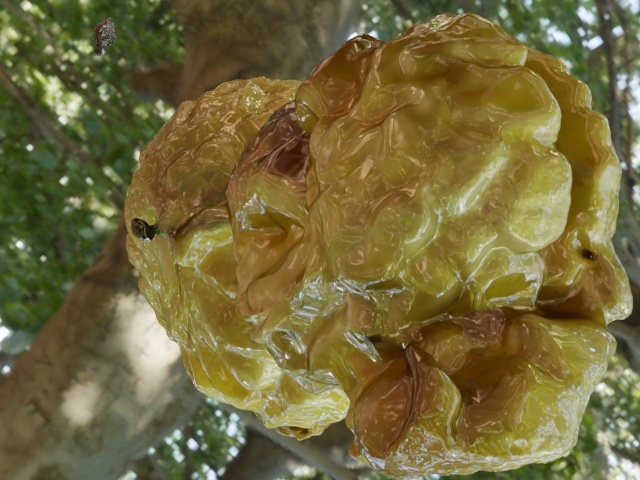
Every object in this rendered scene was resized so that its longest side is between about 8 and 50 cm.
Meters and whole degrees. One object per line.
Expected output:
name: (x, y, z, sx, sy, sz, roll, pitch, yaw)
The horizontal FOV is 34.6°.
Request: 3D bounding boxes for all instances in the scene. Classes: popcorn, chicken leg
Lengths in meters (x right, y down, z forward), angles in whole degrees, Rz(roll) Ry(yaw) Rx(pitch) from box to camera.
popcorn: (0.071, 0.003, 0.630, 0.264, 0.225, 0.332, -60, -157, 26)
popcorn: (0.000, 0.000, 0.985, 0.382, 0.348, 0.349, -20, -172, -32)
chicken leg: (-0.261, -0.249, 1.239, 0.021, 0.036, 0.083, 6, -153, -2)
